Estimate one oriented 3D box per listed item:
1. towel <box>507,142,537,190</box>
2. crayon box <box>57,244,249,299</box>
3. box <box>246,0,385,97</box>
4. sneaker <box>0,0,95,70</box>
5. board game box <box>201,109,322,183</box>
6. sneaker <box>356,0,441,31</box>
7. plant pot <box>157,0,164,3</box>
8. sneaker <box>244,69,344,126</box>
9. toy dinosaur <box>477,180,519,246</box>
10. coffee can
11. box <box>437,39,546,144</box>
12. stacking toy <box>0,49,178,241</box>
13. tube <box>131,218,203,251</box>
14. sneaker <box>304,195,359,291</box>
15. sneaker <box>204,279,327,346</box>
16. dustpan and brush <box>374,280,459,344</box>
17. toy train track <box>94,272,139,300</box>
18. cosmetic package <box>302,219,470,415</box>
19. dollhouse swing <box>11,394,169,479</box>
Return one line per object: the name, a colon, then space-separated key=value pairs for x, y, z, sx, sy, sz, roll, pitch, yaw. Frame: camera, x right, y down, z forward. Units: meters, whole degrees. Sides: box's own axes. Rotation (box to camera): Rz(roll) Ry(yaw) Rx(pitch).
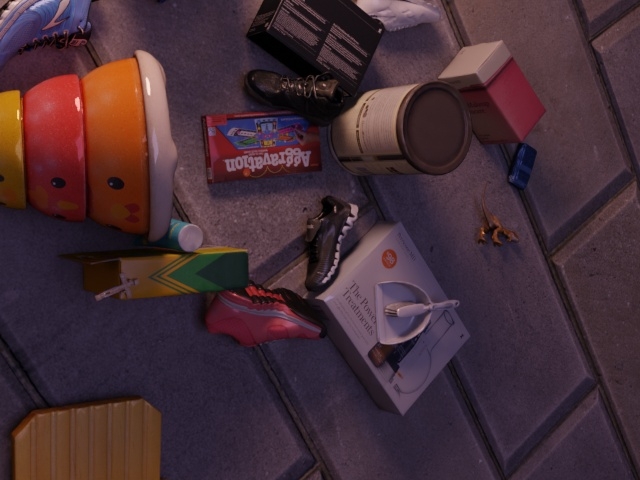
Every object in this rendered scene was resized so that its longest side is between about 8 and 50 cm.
towel: x=0.546 y=-0.199 z=2.408 sx=0.067 sy=0.029 sz=0.119 roll=25 pitch=79 yaw=-33
crayon box: x=-0.325 y=0.060 z=1.736 sx=0.318 sy=0.202 sz=0.081 roll=-3 pitch=95 yaw=-33
box: x=-0.007 y=-0.460 z=1.977 sx=0.261 sy=0.103 sz=0.184 roll=32 pitch=77 yaw=-30
sneaker: x=-0.498 y=-0.399 z=1.635 sx=0.147 sy=0.130 sz=0.330 roll=48 pitch=67 yaw=-24
board game box: x=-0.124 y=-0.210 z=1.959 sx=0.281 sy=0.027 sz=0.145 roll=-10 pitch=99 yaw=-33
sneaker: x=0.183 y=-0.539 z=2.121 sx=0.235 sy=0.090 sz=0.095 roll=5 pitch=103 yaw=-30
plant pot: x=-0.260 y=-0.630 z=1.723 sx=0.236 sy=0.236 sz=0.212 roll=-45 pitch=110 yaw=-23
sneaker: x=-0.045 y=-0.330 z=1.928 sx=0.227 sy=0.130 sz=0.087 roll=22 pitch=60 yaw=-21
toy dinosaur: x=0.448 y=-0.046 z=2.344 sx=0.211 sy=0.064 sz=0.112 roll=46 pitch=50 yaw=-37
coffee can: x=0.173 y=-0.246 z=2.005 sx=0.201 sy=0.275 sz=0.201 roll=-3 pitch=95 yaw=-34
box: x=0.432 y=-0.368 z=2.249 sx=0.127 sy=0.148 sz=0.232 roll=-50 pitch=117 yaw=-20
stacking toy: x=-0.509 y=-0.155 z=1.591 sx=0.480 sy=0.350 sz=0.351 roll=-5 pitch=96 yaw=-15
tube: x=-0.301 y=-0.014 z=1.742 sx=0.052 sy=0.207 sz=0.080 roll=44 pitch=69 yaw=-32
sneaker: x=0.000 y=0.000 z=2.028 sx=0.106 sy=0.078 sz=0.234 roll=33 pitch=71 yaw=-28
sneaker: x=-0.124 y=0.175 z=1.954 sx=0.314 sy=0.116 sz=0.136 roll=23 pitch=110 yaw=-39
dustpan and brush: x=0.230 y=0.158 z=2.085 sx=0.211 sy=0.060 sz=0.147 roll=-7 pitch=96 yaw=-34
toy train track: x=-0.360 y=0.087 z=1.586 sx=0.083 sy=0.014 sz=0.048 roll=-23 pitch=106 yaw=-27
cosmetic package: x=0.167 y=0.184 z=2.139 sx=0.284 sy=0.097 sz=0.377 roll=-46 pitch=116 yaw=-26
dollhouse swing: x=-0.399 y=0.510 z=1.674 sx=0.347 sy=0.315 sz=0.305 roll=-2 pitch=114 yaw=-33
